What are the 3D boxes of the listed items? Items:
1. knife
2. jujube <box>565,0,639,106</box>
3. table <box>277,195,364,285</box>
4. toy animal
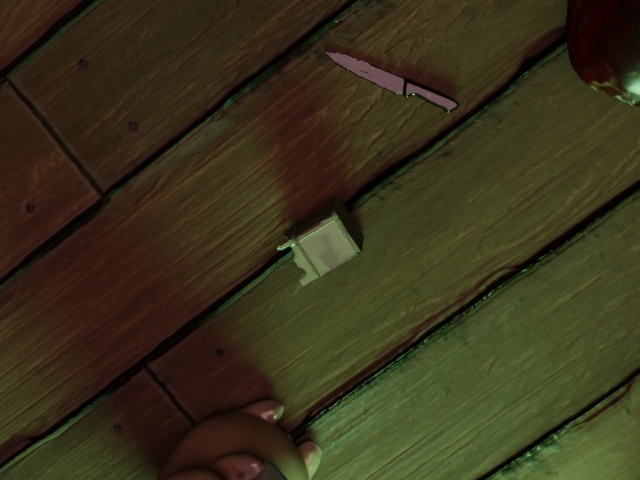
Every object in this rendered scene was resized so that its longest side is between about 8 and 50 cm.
[{"bbox_3d":[0.084,-0.188,1.707,0.170,0.010,0.023,24,97,0],"label":"knife"},{"bbox_3d":[0.382,-0.305,1.558,0.223,0.223,0.318,18,112,0],"label":"jujube"},{"bbox_3d":[0.000,0.000,1.719,0.083,0.079,0.062,-32,100,12],"label":"table"},{"bbox_3d":[-0.121,0.336,1.728,0.213,0.256,0.195,-33,100,21],"label":"toy animal"}]
